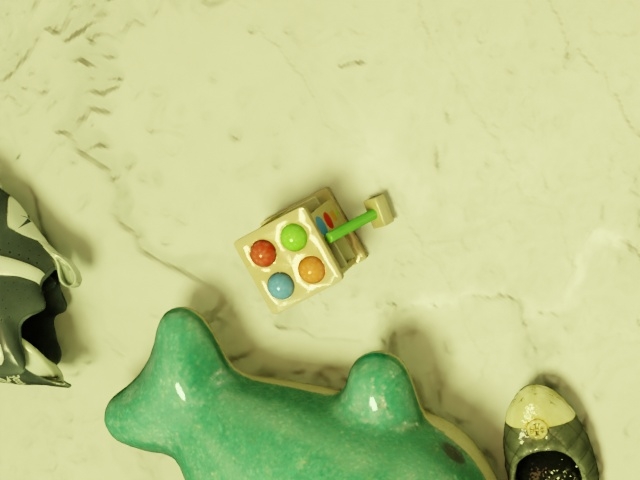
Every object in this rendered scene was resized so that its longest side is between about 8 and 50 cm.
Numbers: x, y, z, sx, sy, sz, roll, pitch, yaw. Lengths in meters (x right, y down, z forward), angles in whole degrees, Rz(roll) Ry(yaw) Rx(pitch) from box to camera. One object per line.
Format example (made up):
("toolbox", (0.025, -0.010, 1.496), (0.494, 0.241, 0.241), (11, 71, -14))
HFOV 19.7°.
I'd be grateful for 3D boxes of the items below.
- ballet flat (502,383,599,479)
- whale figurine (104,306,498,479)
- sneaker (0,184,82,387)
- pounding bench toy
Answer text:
("ballet flat", (0.145, 0.173, 1.139), (0.057, 0.049, 0.173), (-5, 102, 17))
("whale figurine", (-0.017, 0.160, 1.136), (0.272, 0.141, 0.216), (37, 111, 6))
("sneaker", (-0.245, 0.080, 1.198), (0.153, 0.094, 0.235), (34, 88, 7))
("pounding bench toy", (0.000, 0.000, 1.131), (0.083, 0.065, 0.052), (-28, 94, 21))
